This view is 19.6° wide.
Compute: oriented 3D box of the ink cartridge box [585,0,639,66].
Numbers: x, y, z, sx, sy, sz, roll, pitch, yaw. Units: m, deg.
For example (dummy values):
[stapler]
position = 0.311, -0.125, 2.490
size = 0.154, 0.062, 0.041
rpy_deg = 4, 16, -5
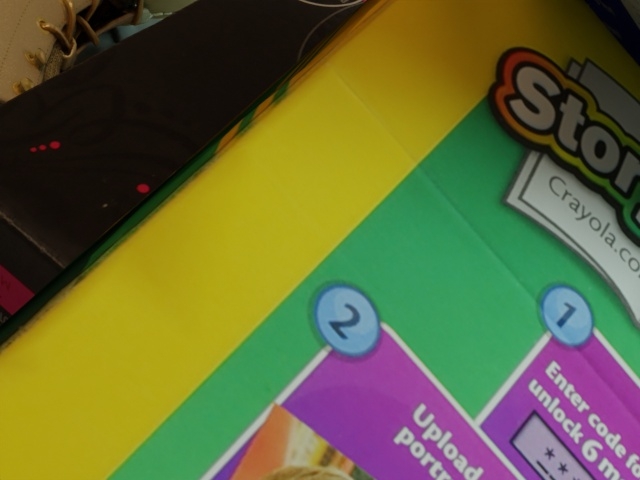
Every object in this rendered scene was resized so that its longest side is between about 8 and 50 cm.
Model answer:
[ink cartridge box]
position = 0.157, -0.028, 0.594
size = 0.069, 0.371, 0.176
rpy_deg = -42, 38, 3

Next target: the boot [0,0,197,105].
[boot]
position = -0.111, -0.093, 0.824
size = 0.213, 0.077, 0.165
rpy_deg = 2, 45, -6

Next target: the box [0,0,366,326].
[box]
position = 0.000, 0.000, 0.712
size = 0.165, 0.143, 0.270
rpy_deg = 38, 49, 20

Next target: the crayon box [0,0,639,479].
[crayon box]
position = 0.060, 0.135, 0.507
size = 0.363, 0.106, 0.313
rpy_deg = 50, 51, -5
